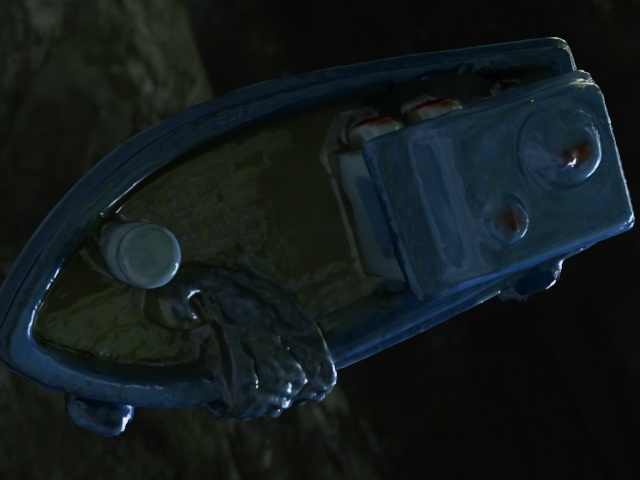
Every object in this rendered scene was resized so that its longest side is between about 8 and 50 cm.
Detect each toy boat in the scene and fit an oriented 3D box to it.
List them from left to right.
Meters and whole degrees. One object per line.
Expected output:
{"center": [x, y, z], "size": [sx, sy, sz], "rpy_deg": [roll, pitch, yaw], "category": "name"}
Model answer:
{"center": [0.000, 0.000, 0.605], "size": [0.238, 0.098, 0.109], "rpy_deg": [-19, -80, -20], "category": "toy boat"}
